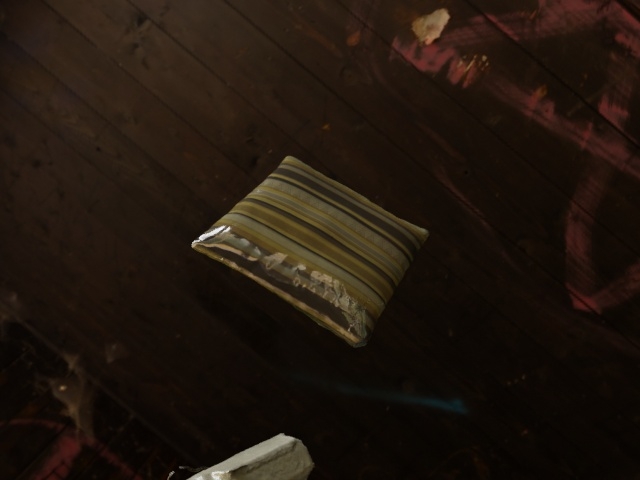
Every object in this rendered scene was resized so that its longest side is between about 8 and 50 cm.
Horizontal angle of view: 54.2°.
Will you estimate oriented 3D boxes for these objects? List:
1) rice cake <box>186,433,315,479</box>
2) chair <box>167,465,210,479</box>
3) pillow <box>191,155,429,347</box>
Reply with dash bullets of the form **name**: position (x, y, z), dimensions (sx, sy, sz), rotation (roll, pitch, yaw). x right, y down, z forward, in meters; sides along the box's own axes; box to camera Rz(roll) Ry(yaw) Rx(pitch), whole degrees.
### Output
- **rice cake**: position (-0.089, 0.219, 0.519), dimensions (0.052, 0.256, 0.057), rotation (-29, -104, 27)
- **chair**: position (-0.210, 0.330, 0.625), dimensions (0.170, 0.326, 0.159), rotation (-22, -110, 48)
- **pillow**: position (0.000, 0.000, 0.710), dimensions (0.208, 0.212, 0.052), rotation (30, -45, 9)
